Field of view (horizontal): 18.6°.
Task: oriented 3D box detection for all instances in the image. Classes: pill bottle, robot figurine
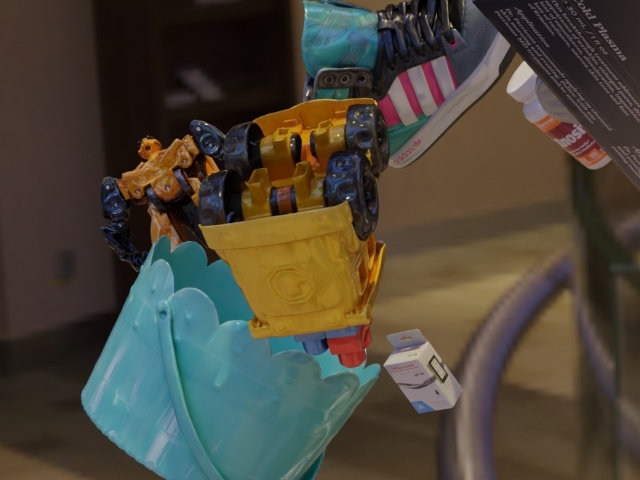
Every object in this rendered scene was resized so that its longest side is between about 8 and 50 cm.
[{"bbox_3d":[0.310,-0.164,2.439,0.152,0.086,0.086,36,0,-15],"label":"pill bottle"},{"bbox_3d":[-0.144,0.000,2.399,0.211,0.291,0.085,-31,-10,10],"label":"robot figurine"}]

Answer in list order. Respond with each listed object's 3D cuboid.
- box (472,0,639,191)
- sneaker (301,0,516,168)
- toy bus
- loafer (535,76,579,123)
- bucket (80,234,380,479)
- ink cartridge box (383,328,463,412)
[{"bbox_3d":[0.353,-0.146,1.535,0.179,0.343,0.312,-51,22,-17],"label":"box"},{"bbox_3d":[0.071,-0.199,1.897,0.178,0.295,0.123,20,46,-22],"label":"sneaker"},{"bbox_3d":[0.000,0.000,1.766,0.149,0.211,0.220,-10,29,17],"label":"toy bus"},{"bbox_3d":[0.388,-0.214,2.126,0.319,0.112,0.111,-17,26,21],"label":"loafer"},{"bbox_3d":[-0.096,0.142,1.989,0.281,0.183,0.281,30,9,-5],"label":"bucket"},{"bbox_3d":[0.097,0.130,1.933,0.048,0.083,0.028,-16,28,44],"label":"ink cartridge box"}]
